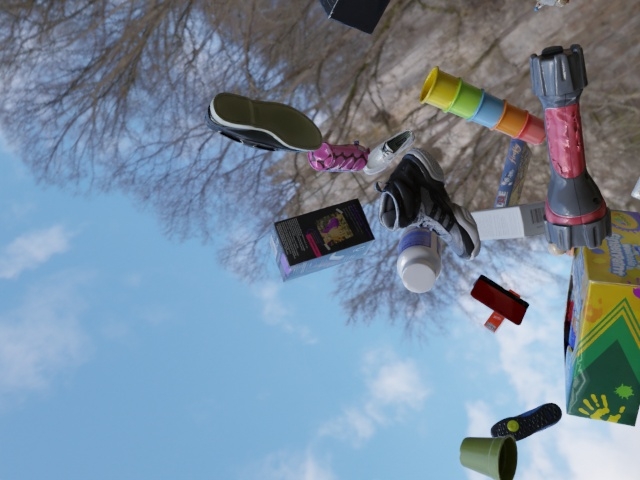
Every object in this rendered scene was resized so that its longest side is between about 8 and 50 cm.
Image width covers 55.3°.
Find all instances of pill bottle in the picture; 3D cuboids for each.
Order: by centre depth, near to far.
[{"bbox_3d":[0.341,0.064,2.108,0.152,0.152,0.272,47,-154,-13],"label":"pill bottle"}]

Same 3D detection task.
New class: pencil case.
[{"bbox_3d":[0.059,-0.254,1.838,0.209,0.098,0.095,-11,-93,-52],"label":"pencil case"}]

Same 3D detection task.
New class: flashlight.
[{"bbox_3d":[0.382,-0.139,0.942,0.103,0.103,0.304,-28,-66,-29],"label":"flashlight"}]

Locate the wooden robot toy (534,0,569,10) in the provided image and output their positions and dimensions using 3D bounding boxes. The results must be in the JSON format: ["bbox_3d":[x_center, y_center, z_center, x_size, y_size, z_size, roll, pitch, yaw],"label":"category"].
[{"bbox_3d":[0.659,-0.686,1.696,0.079,0.173,0.076,20,-91,3],"label":"wooden robot toy"}]

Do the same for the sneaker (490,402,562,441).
[{"bbox_3d":[0.584,0.522,1.729,0.082,0.209,0.069,56,-169,-62],"label":"sneaker"}]

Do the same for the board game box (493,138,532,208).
[{"bbox_3d":[0.593,-0.176,1.886,0.165,0.042,0.244,13,-89,-64],"label":"board game box"}]

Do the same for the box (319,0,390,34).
[{"bbox_3d":[0.064,-0.539,1.151,0.103,0.184,0.261,10,-141,-26],"label":"box"}]

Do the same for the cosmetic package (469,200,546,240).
[{"bbox_3d":[0.489,-0.049,1.618,0.117,0.231,0.086,-10,-90,-26],"label":"cosmetic package"}]

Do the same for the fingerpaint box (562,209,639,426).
[{"bbox_3d":[0.715,0.168,1.541,0.445,0.163,0.371,-53,-35,-58],"label":"fingerpaint box"}]

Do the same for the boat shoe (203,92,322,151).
[{"bbox_3d":[-0.156,-0.298,1.647,0.339,0.113,0.127,5,-111,-35],"label":"boat shoe"}]

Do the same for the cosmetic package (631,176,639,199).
[{"bbox_3d":[0.925,-0.219,1.301,0.327,0.394,0.329,26,-163,29],"label":"cosmetic package"}]

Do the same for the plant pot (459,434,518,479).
[{"bbox_3d":[0.282,0.367,1.040,0.083,0.079,0.084,4,-95,-51],"label":"plant pot"}]

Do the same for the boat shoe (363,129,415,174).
[{"bbox_3d":[0.243,-0.332,2.229,0.083,0.226,0.076,49,-176,13],"label":"boat shoe"}]

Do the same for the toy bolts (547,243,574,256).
[{"bbox_3d":[0.781,-0.040,1.864,0.218,0.158,0.229,-108,-4,-74],"label":"toy bolts"}]

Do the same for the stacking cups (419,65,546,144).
[{"bbox_3d":[0.403,-0.323,1.474,0.316,0.096,0.096,18,-126,-8],"label":"stacking cups"}]

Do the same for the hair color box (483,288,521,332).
[{"bbox_3d":[0.571,0.224,1.917,0.043,0.141,0.072,35,179,22],"label":"hair color box"}]

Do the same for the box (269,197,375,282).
[{"bbox_3d":[0.000,0.000,1.802,0.270,0.165,0.144,-17,-107,-15],"label":"box"}]

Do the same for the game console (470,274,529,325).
[{"bbox_3d":[0.450,0.162,1.569,0.144,0.124,0.085,34,-108,12],"label":"game console"}]

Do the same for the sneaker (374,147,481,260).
[{"bbox_3d":[0.211,-0.043,1.248,0.153,0.101,0.269,-38,-75,-16],"label":"sneaker"}]
